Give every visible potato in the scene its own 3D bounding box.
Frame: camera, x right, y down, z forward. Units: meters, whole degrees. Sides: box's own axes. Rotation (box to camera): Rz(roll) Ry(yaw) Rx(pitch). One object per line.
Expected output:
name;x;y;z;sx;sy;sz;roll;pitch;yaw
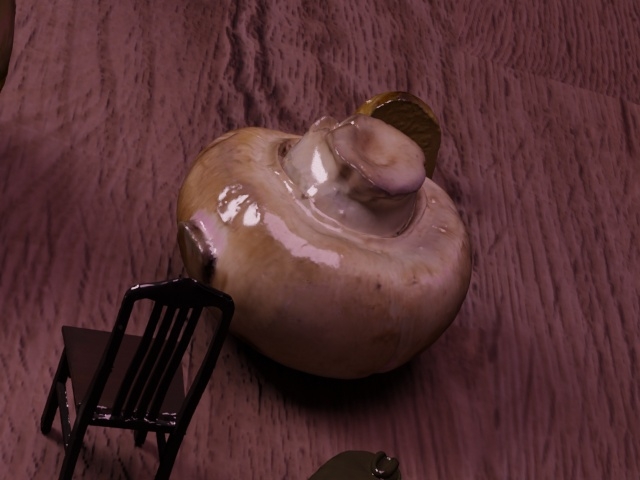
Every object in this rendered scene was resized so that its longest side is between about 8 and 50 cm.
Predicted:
potato;0.066;-0.100;1.814;0.096;0.103;0.066;10;37;-20

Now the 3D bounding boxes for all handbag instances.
handbag;0.024;0.183;1.418;0.072;0.047;0.111;24;32;14

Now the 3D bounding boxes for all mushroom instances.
mushroom;0.000;0.000;1.559;0.255;0.184;0.255;26;34;-19

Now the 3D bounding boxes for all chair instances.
chair;-0.123;0.080;1.331;0.084;0.212;0.101;8;35;-19

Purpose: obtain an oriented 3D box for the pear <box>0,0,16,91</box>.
pear;-0.355;-0.155;1.516;0.271;0.271;0.271;15;33;-10
